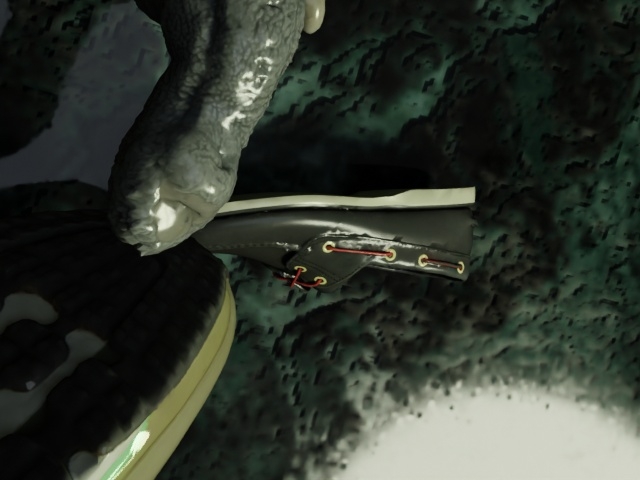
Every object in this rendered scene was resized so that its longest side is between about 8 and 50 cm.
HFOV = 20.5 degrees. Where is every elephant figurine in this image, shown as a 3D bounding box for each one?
[{"bbox_3d":[-0.026,-0.148,0.589,0.169,0.186,0.239,37,114,9],"label":"elephant figurine"}]

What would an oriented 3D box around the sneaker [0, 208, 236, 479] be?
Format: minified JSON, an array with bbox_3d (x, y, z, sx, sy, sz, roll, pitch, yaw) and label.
[{"bbox_3d":[-0.168,0.166,0.618,0.410,0.158,0.182,-49,145,-9],"label":"sneaker"}]

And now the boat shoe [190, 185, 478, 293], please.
[{"bbox_3d":[0.001,0.000,0.675,0.133,0.049,0.042,-1,92,-27],"label":"boat shoe"}]
